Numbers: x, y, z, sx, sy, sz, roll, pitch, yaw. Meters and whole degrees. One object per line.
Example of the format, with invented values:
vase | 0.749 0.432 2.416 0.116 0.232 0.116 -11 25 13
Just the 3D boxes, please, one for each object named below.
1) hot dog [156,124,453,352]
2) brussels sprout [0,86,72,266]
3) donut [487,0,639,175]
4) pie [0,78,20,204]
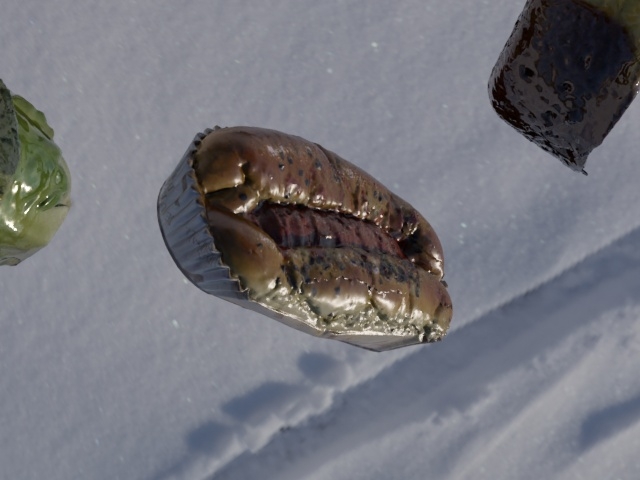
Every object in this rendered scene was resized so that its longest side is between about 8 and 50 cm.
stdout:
hot dog | 0.000 0.000 0.825 0.268 0.075 0.144 16 57 -46
brussels sprout | -0.357 -0.072 1.139 0.244 0.244 0.244 -8 112 -21
donut | 0.145 -0.121 0.632 0.073 0.184 0.166 25 117 7
pie | -0.296 -0.028 0.778 0.090 0.201 0.248 53 39 -45
